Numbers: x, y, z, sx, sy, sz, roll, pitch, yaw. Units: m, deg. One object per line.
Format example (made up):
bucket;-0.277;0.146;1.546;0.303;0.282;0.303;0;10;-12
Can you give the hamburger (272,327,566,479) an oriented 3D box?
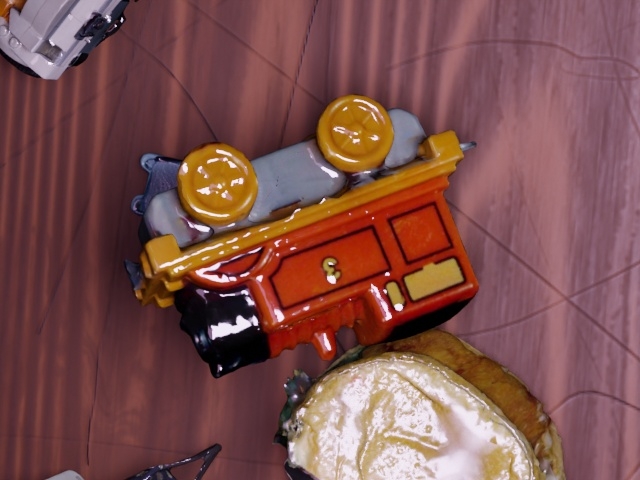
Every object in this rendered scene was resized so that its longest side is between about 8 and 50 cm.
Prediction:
hamburger;0.112;0.202;1.839;0.309;0.132;0.211;36;87;5

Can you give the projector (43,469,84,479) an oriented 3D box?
projector;-0.235;0.362;1.902;0.079;0.259;0.257;-41;82;14

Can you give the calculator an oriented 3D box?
calculator;-0.130;-0.044;1.967;0.141;0.019;0.094;16;99;14

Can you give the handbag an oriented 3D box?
handbag;-0.161;0.258;1.962;0.139;0.115;0.072;-40;82;-2

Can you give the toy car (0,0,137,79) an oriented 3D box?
toy car;-0.331;-0.314;1.960;0.301;0.118;0.193;46;107;10

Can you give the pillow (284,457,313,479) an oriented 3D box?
pillow;0.019;0.278;1.927;0.091;0.055;0.135;-15;92;-8

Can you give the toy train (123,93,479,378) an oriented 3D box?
toy train;0.000;0.000;1.790;0.369;0.163;0.231;-21;80;-15
